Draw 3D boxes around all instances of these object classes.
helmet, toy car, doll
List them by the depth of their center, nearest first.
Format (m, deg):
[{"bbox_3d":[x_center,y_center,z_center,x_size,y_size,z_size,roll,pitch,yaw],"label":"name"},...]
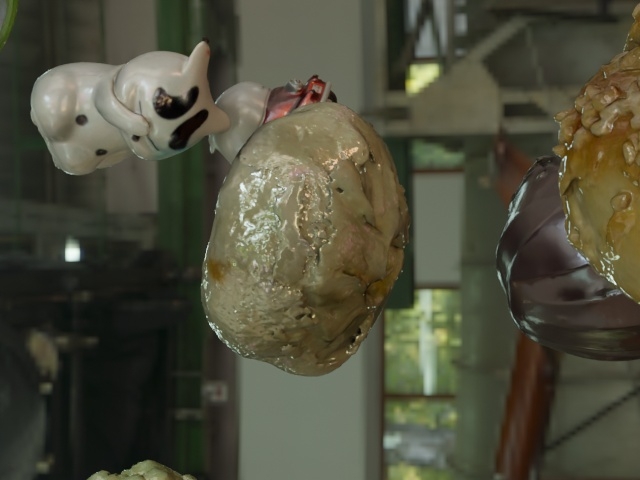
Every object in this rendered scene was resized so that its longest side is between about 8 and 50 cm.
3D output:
[{"bbox_3d":[-0.188,-0.125,1.548,0.107,0.180,0.110,-70,-31,-47],"label":"doll"},{"bbox_3d":[-0.056,-0.114,1.621,0.139,0.112,0.112,-58,7,26],"label":"toy car"},{"bbox_3d":[0.326,0.032,1.749,0.177,0.305,0.225,-58,-44,-37],"label":"helmet"}]

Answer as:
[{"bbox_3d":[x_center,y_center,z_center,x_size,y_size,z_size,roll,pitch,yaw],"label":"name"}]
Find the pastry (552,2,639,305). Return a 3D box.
[{"bbox_3d":[0.325,-0.088,1.174,0.284,0.315,0.184,43,160,36],"label":"pastry"}]

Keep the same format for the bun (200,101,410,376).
[{"bbox_3d":[0.000,0.000,1.374,0.239,0.141,0.239,16,-90,-71],"label":"bun"}]

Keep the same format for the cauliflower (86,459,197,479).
[{"bbox_3d":[-0.132,0.309,1.072,0.260,0.281,0.327,-35,-69,-79],"label":"cauliflower"}]

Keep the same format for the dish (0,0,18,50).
[{"bbox_3d":[-0.459,-0.297,1.614,0.124,0.324,0.324,-92,-8,-46],"label":"dish"}]
